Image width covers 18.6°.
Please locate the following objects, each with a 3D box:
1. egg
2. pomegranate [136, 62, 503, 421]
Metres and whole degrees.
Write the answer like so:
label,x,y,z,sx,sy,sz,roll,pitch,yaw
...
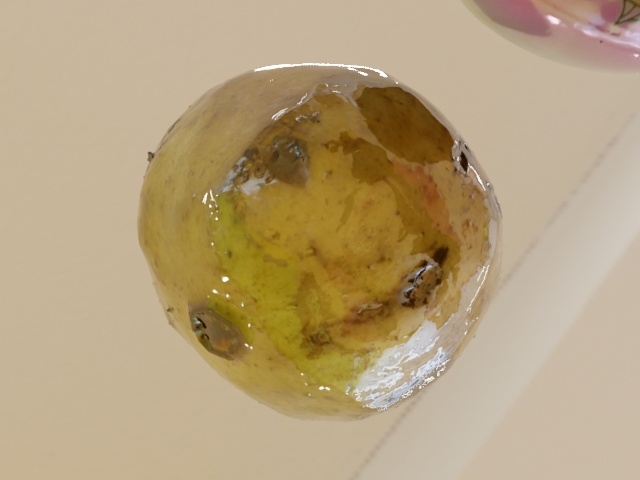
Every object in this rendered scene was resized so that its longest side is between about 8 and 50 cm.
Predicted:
label,x,y,z,sx,sy,sz,roll,pitch,yaw
egg,0.215,-0.223,1.466,0.271,0.196,0.196,6,-102,-34
pomegranate,0.000,0.000,1.487,0.281,0.281,0.281,6,-102,-29
